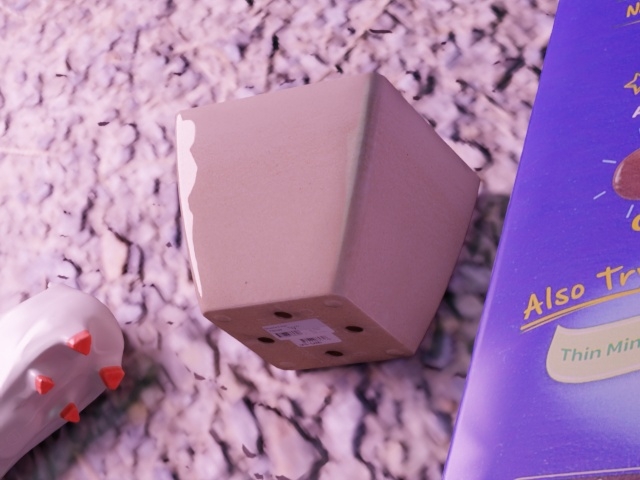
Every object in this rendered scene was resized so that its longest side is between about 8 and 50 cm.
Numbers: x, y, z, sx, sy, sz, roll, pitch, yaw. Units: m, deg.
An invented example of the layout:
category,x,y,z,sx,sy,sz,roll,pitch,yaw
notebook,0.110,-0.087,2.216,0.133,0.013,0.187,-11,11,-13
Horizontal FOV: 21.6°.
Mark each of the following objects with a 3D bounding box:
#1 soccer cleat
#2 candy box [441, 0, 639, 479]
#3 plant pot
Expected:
category,x,y,z,sx,sy,sz,roll,pitch,yaw
soccer cleat,-0.182,0.095,0.826,0.196,0.068,0.076,-38,35,-12
candy box,0.206,0.002,0.578,0.268,0.122,0.317,-8,45,30
plant pot,0.000,0.000,0.759,0.109,0.109,0.096,-8,62,29
